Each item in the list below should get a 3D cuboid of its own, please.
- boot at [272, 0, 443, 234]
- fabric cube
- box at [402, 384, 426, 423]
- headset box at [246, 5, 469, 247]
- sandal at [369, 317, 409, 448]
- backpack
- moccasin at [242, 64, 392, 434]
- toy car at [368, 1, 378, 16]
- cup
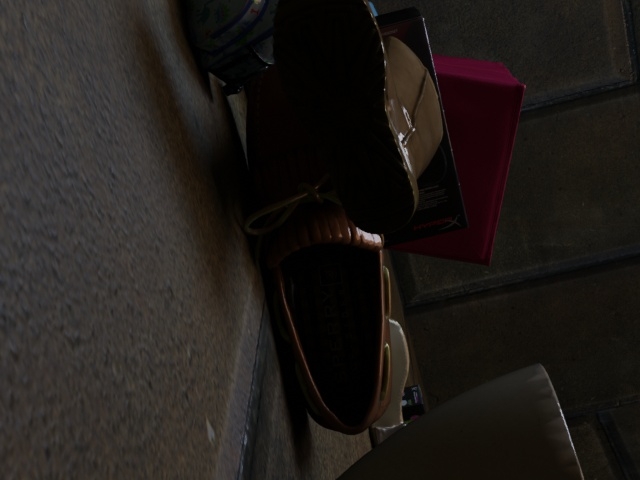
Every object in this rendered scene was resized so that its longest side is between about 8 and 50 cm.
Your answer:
[{"bbox_3d":[0.046,-0.149,0.887,0.269,0.089,0.236,-61,139,-64],"label":"boot"},{"bbox_3d":[0.123,-0.133,1.354,0.259,0.258,0.254,-78,177,-73],"label":"fabric cube"},{"bbox_3d":[0.154,0.316,1.794,0.052,0.083,0.062,-95,169,-53],"label":"box"},{"bbox_3d":[0.041,-0.139,1.158,0.110,0.218,0.293,-89,164,-70],"label":"headset box"},{"bbox_3d":[0.096,0.253,1.581,0.079,0.088,0.240,142,-54,-62],"label":"sandal"},{"bbox_3d":[-0.062,-0.207,0.867,0.084,0.114,0.105,33,42,-52],"label":"backpack"},{"bbox_3d":[-0.003,0.000,0.939,0.147,0.139,0.380,131,-45,-87],"label":"moccasin"},{"bbox_3d":[0.028,-0.271,1.706,0.219,0.210,0.238,62,-19,-10],"label":"toy car"},{"bbox_3d":[0.115,0.292,0.829,0.331,0.237,0.331,-13,90,-83],"label":"cup"}]
